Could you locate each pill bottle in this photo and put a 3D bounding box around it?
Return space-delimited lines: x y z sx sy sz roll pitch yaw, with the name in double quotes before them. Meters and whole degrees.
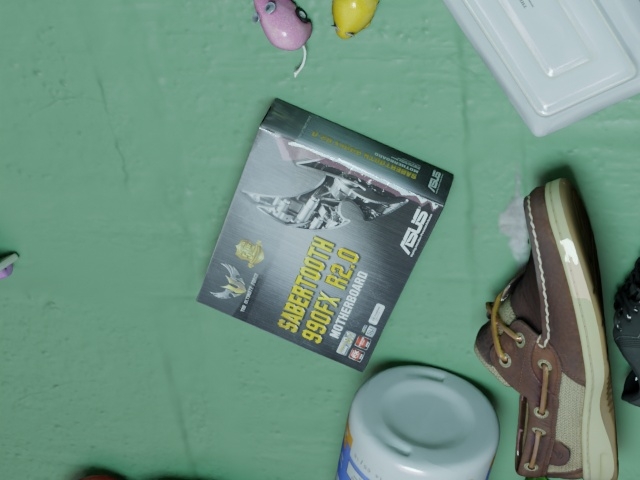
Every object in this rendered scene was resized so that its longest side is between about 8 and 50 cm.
"pill bottle" 0.085 0.273 1.468 0.152 0.152 0.272 16 128 7

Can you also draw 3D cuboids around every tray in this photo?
"tray" 0.167 -0.208 1.164 0.145 0.030 0.270 -24 115 30

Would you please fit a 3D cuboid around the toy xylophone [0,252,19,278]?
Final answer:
"toy xylophone" -0.473 -0.051 1.453 0.236 0.081 0.322 -12 121 25

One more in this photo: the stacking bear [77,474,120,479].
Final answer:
"stacking bear" -0.170 0.350 1.612 0.289 0.175 0.164 14 131 17

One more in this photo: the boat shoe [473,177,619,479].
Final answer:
"boat shoe" 0.202 0.097 1.315 0.123 0.123 0.342 -6 130 11

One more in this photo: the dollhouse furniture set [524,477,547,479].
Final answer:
"dollhouse furniture set" 0.188 0.307 1.515 0.152 0.076 0.058 -37 95 33

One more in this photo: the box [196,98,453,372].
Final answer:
"box" 0.000 0.000 1.354 0.183 0.056 0.231 24 129 -1

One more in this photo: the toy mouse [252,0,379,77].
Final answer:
"toy mouse" -0.024 -0.212 1.219 0.143 0.031 0.161 28 131 -2

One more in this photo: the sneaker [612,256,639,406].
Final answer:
"sneaker" 0.309 0.060 1.271 0.106 0.101 0.267 0 125 21
